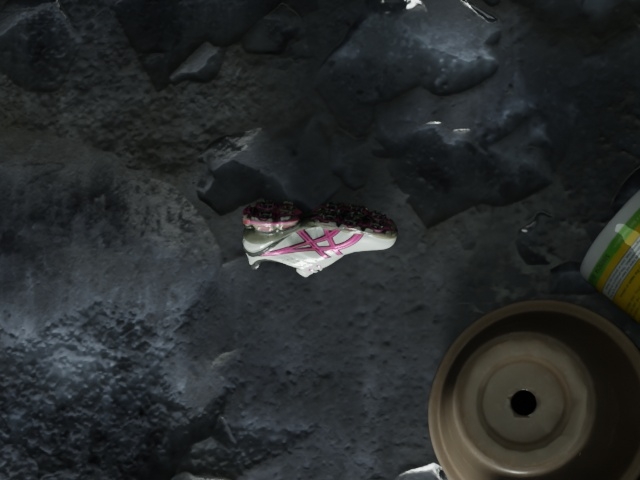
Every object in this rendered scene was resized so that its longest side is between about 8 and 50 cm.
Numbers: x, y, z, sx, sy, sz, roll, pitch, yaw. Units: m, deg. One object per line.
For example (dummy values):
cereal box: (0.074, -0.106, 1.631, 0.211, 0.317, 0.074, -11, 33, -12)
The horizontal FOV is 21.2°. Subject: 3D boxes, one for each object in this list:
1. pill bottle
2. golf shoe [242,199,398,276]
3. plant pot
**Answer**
pill bottle: (0.419, 0.061, 1.875, 0.245, 0.136, 0.136, 40, 92, 16)
golf shoe: (0.000, 0.000, 2.031, 0.186, 0.067, 0.086, 3, 113, 9)
plant pot: (0.230, 0.181, 1.855, 0.263, 0.229, 0.263, -2, 80, 14)
